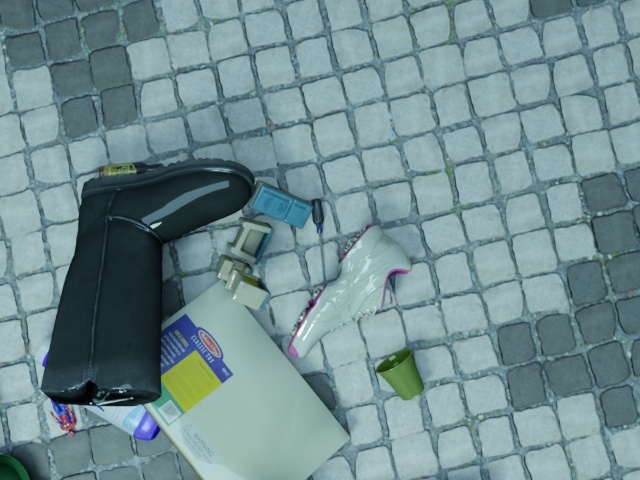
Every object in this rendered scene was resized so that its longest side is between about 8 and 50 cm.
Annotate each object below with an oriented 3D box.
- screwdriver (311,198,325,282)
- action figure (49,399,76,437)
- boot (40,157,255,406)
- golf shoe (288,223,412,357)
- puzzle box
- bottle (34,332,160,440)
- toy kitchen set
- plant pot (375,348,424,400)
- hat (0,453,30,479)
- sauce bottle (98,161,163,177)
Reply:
[{"bbox_3d":[0.000,0.000,1.756,0.024,0.025,0.170,-6,94,1],"label":"screwdriver"},{"bbox_3d":[-0.520,0.341,1.740,0.038,0.030,0.115,-26,87,-5],"label":"action figure"},{"bbox_3d":[-0.305,0.078,1.595,0.366,0.146,0.445,-9,54,15],"label":"boot"},{"bbox_3d":[0.058,0.118,1.696,0.140,0.115,0.306,36,89,1],"label":"golf shoe"},{"bbox_3d":[-0.170,0.309,1.670,0.272,0.052,0.409,-37,84,-23],"label":"puzzle box"},{"bbox_3d":[-0.424,0.280,1.707,0.282,0.092,0.118,30,81,4],"label":"bottle"},{"bbox_3d":[-0.093,0.017,1.677,0.122,0.166,0.207,22,100,-26],"label":"toy kitchen set"},{"bbox_3d":[0.163,0.268,1.701,0.083,0.083,0.079,-31,98,-1],"label":"plant pot"},{"bbox_3d":[-0.666,0.487,1.632,0.172,0.183,0.209,1,81,23],"label":"hat"},{"bbox_3d":[-0.383,-0.139,1.765,0.128,0.042,0.042,-8,85,2],"label":"sauce bottle"}]
